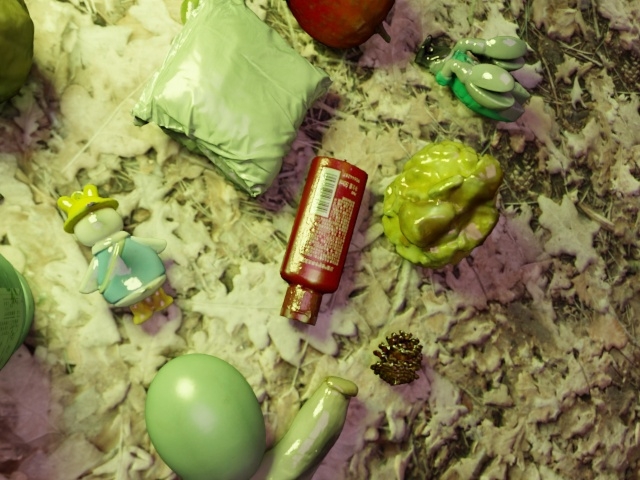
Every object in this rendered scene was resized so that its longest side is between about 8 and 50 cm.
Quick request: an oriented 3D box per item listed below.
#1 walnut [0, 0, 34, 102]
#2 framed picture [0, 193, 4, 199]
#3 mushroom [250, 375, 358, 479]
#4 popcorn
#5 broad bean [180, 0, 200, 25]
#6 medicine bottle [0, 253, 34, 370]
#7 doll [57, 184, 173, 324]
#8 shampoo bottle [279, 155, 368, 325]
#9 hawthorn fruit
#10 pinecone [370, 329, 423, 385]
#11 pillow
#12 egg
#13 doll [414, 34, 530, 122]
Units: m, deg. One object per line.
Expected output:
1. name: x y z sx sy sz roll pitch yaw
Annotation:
1. walnut: -0.555 -0.299 0.636 0.282 0.277 0.253 41 78 -21
2. framed picture: -0.631 -0.059 0.714 0.203 0.015 0.150 -45 98 -17
3. mushroom: -0.054 0.386 0.811 0.351 0.097 0.109 -47 120 -20
4. popcorn: 0.236 -0.070 0.878 0.205 0.251 0.237 37 70 -5
5. broad bean: -0.231 -0.419 0.873 0.063 0.045 0.083 -29 101 -29
6. medicine bottle: -0.512 0.095 0.591 0.244 0.290 0.245 2 85 -17
7. doll: -0.334 0.018 0.760 0.135 0.099 0.241 -32 93 4
8. shampoo bottle: 0.000 0.000 0.880 0.118 0.076 0.315 19 79 -16
9. hawthorn fruit: 0.051 -0.478 0.889 0.249 0.215 0.215 42 73 -8
10. pinecone: 0.155 0.229 0.899 0.109 0.102 0.102 -40 96 -28
11. pillow: -0.144 -0.262 0.830 0.283 0.138 0.310 30 74 -18
12. egg: -0.179 0.288 0.740 0.168 0.168 0.231 -34 101 -19
13. doll: 0.337 -0.350 0.992 0.258 0.153 0.195 5 68 -13
